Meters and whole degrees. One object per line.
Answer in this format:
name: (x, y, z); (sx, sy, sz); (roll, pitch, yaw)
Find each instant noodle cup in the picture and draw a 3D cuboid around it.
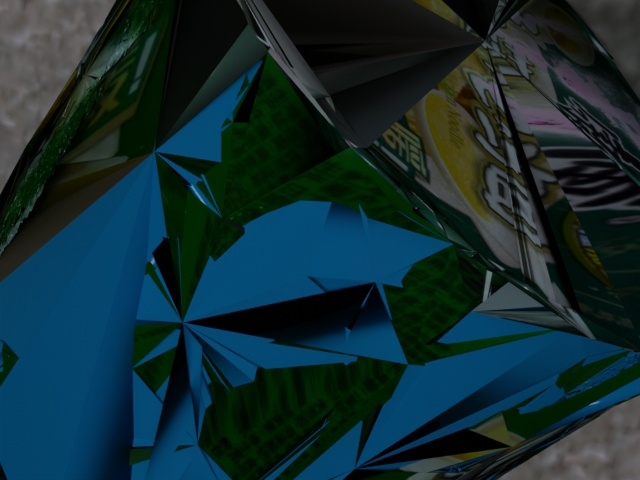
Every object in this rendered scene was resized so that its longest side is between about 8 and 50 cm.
instant noodle cup: (0.000, 0.000, 0.492); (0.240, 0.240, 0.178); (44, 117, 1)
